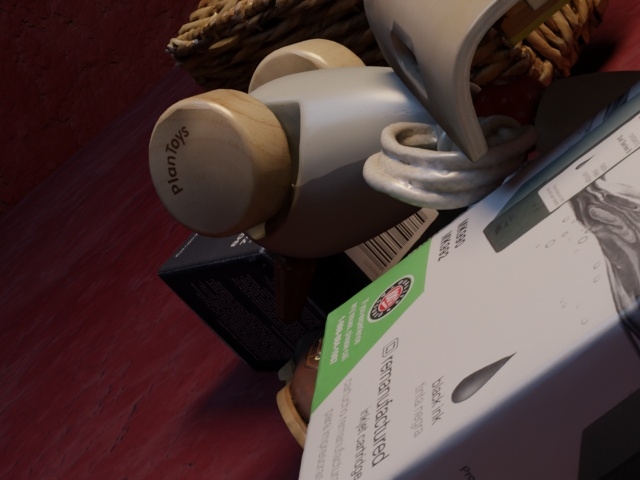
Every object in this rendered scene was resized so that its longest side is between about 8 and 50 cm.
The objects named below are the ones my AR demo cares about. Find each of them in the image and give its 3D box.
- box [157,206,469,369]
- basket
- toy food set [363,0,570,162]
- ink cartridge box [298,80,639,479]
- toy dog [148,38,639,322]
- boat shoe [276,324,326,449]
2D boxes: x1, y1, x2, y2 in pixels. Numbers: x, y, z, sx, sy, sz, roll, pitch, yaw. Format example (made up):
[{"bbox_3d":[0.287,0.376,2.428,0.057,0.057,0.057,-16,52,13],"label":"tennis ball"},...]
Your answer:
[{"bbox_3d":[0.000,0.000,1.221,0.153,0.108,0.207,-49,14,-19],"label":"box"},{"bbox_3d":[0.076,-0.185,1.317,0.299,0.213,0.223,-20,32,46],"label":"basket"},{"bbox_3d":[0.163,-0.168,0.842,0.306,0.092,0.220,-40,20,6],"label":"toy food set"},{"bbox_3d":[0.139,0.032,0.706,0.289,0.121,0.211,-38,15,18],"label":"ink cartridge box"},{"bbox_3d":[0.058,-0.017,0.979,0.220,0.161,0.333,-21,23,-32],"label":"toy dog"},{"bbox_3d":[0.019,0.084,0.992,0.073,0.073,0.207,-44,14,5],"label":"boat shoe"}]
